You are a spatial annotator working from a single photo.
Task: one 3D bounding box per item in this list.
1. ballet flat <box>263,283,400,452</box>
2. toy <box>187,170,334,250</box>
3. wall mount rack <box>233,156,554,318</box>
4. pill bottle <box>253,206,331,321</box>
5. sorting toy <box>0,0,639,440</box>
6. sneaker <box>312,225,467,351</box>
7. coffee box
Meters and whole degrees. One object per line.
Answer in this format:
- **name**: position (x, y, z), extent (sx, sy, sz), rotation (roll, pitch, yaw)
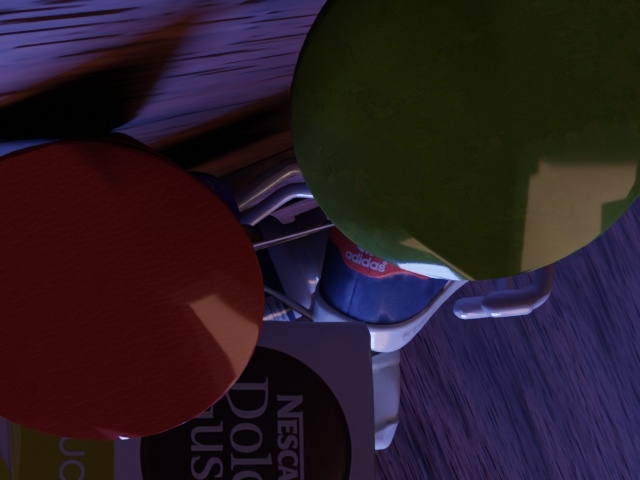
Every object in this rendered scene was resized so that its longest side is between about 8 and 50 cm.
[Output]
- **ballet flat**: position (-0.106, 0.090, 1.325), extent (0.400, 0.139, 0.139), rotation (17, 164, -17)
- **toy**: position (-0.110, 0.000, 0.773), extent (0.237, 0.056, 0.137), rotation (-17, -179, -7)
- **wall mount rack**: position (0.000, 0.000, 1.051), extent (0.304, 0.131, 0.350), rotation (3, 177, 0)
- **pill bottle**: position (-0.068, 0.036, 1.430), extent (0.180, 0.108, 0.108), rotation (-22, 178, -1)
- **sorting toy**: position (0.028, -0.058, 0.536), extent (0.365, 0.127, 0.126), rotation (-25, -153, 10)
- **sneaker**: position (0.104, -0.037, 1.381), extent (0.131, 0.148, 0.350), rotation (19, -149, 11)
- **coffee box**: position (-0.156, 0.237, 1.041), extent (0.334, 0.338, 0.338), rotation (2, 169, -14)
